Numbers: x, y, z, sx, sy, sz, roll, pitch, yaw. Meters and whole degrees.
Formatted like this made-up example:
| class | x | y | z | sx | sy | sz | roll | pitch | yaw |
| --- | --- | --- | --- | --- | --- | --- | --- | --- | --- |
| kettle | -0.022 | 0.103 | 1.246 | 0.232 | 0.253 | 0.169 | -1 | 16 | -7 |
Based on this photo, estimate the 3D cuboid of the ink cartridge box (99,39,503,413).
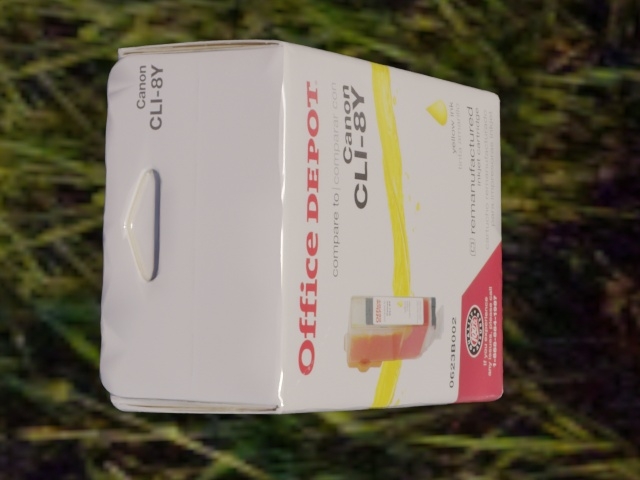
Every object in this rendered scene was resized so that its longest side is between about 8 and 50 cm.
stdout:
| class | x | y | z | sx | sy | sz | roll | pitch | yaw |
| --- | --- | --- | --- | --- | --- | --- | --- | --- | --- |
| ink cartridge box | 0.000 | 0.000 | 1.580 | 0.160 | 0.384 | 0.279 | -1 | 87 | 30 |
